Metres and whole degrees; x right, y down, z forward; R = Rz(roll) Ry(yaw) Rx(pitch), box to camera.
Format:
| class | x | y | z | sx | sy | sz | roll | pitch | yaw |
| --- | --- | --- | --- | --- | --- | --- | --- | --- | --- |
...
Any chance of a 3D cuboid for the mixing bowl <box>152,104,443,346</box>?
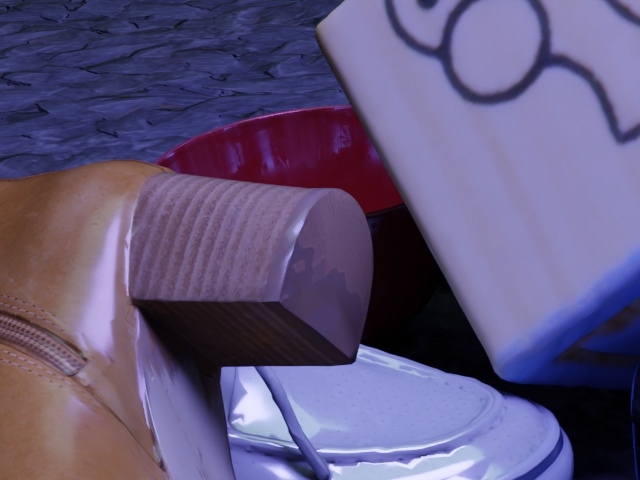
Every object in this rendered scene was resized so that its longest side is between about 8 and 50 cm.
| class | x | y | z | sx | sy | sz | roll | pitch | yaw |
| --- | --- | --- | --- | --- | --- | --- | --- | --- | --- |
| mixing bowl | 0.000 | 0.000 | 0.898 | 0.181 | 0.098 | 0.181 | -6 | 24 | 3 |

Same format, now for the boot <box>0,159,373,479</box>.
| class | x | y | z | sx | sy | sz | roll | pitch | yaw |
| --- | --- | --- | --- | --- | --- | --- | --- | --- | --- |
| boot | -0.110 | 0.102 | 0.546 | 0.211 | 0.104 | 0.295 | -3 | 55 | 34 |

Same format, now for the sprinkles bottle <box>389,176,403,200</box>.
| class | x | y | z | sx | sy | sz | roll | pitch | yaw |
| --- | --- | --- | --- | --- | --- | --- | --- | --- | --- |
| sprinkles bottle | 0.186 | -0.080 | 1.068 | 0.121 | 0.121 | 0.355 | 11 | 24 | 33 |

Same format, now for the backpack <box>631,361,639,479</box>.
| class | x | y | z | sx | sy | sz | roll | pitch | yaw |
| --- | --- | --- | --- | --- | --- | --- | --- | --- | --- |
| backpack | 0.188 | 0.083 | 0.657 | 0.084 | 0.105 | 0.114 | -11 | 13 | -42 |

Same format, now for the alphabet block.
| class | x | y | z | sx | sy | sz | roll | pitch | yaw |
| --- | --- | --- | --- | --- | --- | --- | --- | --- | --- |
| alphabet block | 0.150 | -0.061 | 0.754 | 0.193 | 0.192 | 0.197 | 12 | 46 | -53 |

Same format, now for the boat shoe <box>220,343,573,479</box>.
| class | x | y | z | sx | sy | sz | roll | pitch | yaw |
| --- | --- | --- | --- | --- | --- | --- | --- | --- | --- |
| boat shoe | -0.077 | 0.049 | 0.701 | 0.367 | 0.156 | 0.136 | 2 | 21 | 14 |
